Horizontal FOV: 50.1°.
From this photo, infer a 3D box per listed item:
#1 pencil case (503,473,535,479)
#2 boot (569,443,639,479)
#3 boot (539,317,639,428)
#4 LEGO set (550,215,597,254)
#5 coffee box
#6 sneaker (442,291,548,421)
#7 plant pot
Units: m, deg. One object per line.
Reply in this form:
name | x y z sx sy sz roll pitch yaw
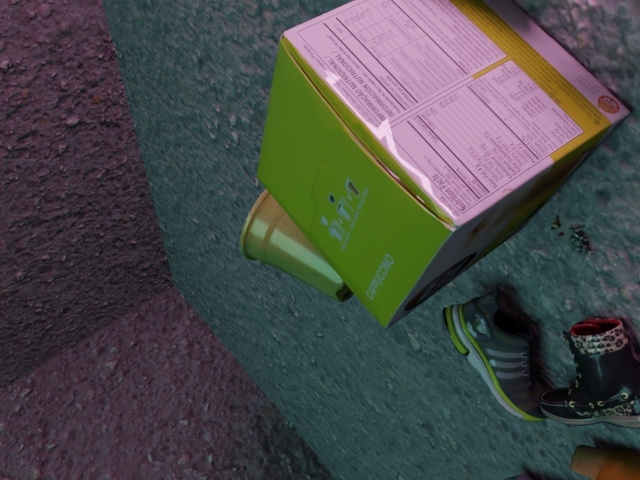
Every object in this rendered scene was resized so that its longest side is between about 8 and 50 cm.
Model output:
pencil case | 0.505 0.581 1.450 0.124 0.124 0.284 62 154 -8
boot | 0.528 0.522 1.207 0.211 0.104 0.295 6 85 57
boot | 0.449 0.222 1.165 0.236 0.085 0.178 -15 103 58
LEGO set | 0.392 -0.002 1.076 0.083 0.023 0.054 30 144 46
coffee box | 0.145 -0.135 1.005 0.338 0.334 0.337 50 155 16
sneaker | 0.362 0.222 1.293 0.121 0.111 0.300 -34 106 30
plant pot | 0.000 0.000 1.569 0.254 0.276 0.276 36 150 18
